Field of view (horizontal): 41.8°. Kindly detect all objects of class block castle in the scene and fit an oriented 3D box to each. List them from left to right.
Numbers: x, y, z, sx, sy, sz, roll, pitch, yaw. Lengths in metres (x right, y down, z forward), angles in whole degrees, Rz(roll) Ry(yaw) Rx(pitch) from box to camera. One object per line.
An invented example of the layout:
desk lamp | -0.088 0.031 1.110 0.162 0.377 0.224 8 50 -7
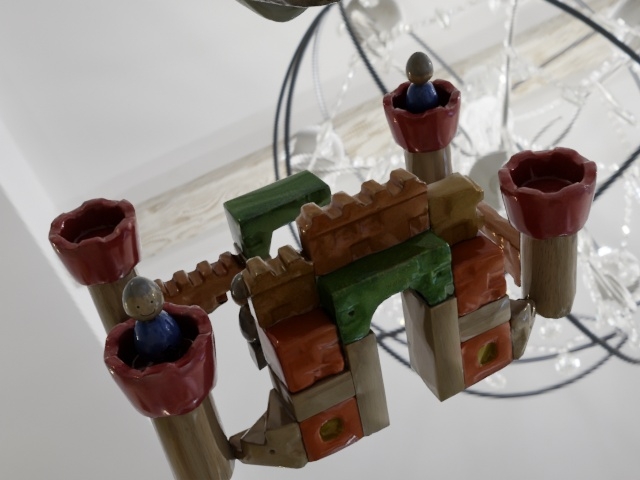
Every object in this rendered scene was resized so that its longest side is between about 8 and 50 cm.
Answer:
block castle | 0.000 0.000 0.788 0.453 0.303 0.213 -22 -55 -17

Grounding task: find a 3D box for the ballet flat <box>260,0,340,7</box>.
ballet flat | -0.090 -0.152 0.400 0.249 0.058 0.084 14 -48 15

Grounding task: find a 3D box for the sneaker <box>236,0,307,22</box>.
sneaker | -0.077 -0.252 0.440 0.122 0.146 0.330 -36 -38 3
